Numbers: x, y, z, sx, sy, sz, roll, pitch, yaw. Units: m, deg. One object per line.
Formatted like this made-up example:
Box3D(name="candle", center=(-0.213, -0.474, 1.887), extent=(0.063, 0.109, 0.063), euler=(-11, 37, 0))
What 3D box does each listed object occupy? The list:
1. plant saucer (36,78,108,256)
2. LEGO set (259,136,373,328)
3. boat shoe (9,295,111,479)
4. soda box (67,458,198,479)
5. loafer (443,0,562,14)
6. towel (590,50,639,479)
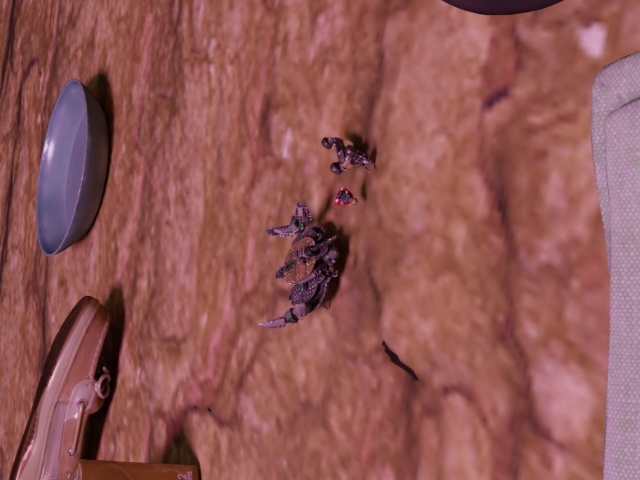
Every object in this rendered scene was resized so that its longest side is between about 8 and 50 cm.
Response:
Box3D(name="plant saucer", center=(-0.164, -0.047, 0.913), extent=(0.119, 0.021, 0.119), euler=(-172, 90, -66))
Box3D(name="LEGO set", center=(0.002, 0.000, 0.553), extent=(0.083, 0.023, 0.054), euler=(-55, 36, 21))
Box3D(name="boat shoe", center=(-0.148, 0.108, 0.815), extent=(0.056, 0.048, 0.153), euler=(-137, 65, -75))
Box3D(name="soda box", center=(-0.085, 0.193, 0.620), extent=(0.058, 0.061, 0.181), euler=(125, 145, -45))
Box3D(name="loafer", center=(0.073, -0.173, 0.398), extent=(0.078, 0.080, 0.220), euler=(-142, 68, -73))
Box3D(name="towel", center=(0.146, 0.045, 0.204), extent=(0.325, 0.038, 0.248), euler=(-20, 66, 62))
